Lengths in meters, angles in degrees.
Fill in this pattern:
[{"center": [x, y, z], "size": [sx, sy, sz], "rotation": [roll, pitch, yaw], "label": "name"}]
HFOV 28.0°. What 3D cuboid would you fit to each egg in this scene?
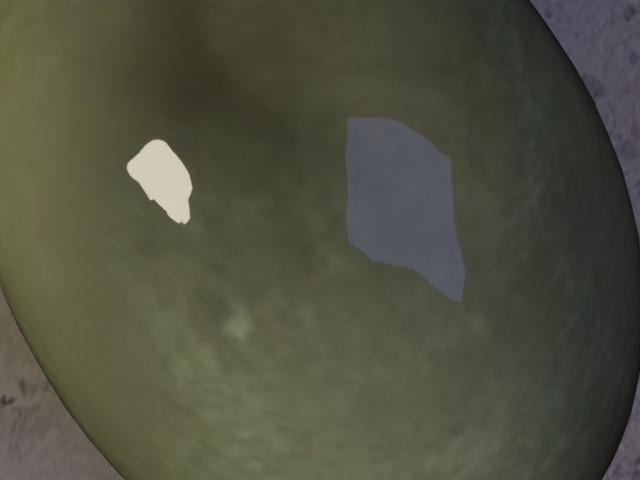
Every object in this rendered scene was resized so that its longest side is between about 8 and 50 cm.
[{"center": [0.000, 0.000, 0.544], "size": [0.258, 0.258, 0.352], "rotation": [-45, 115, -29], "label": "egg"}]
